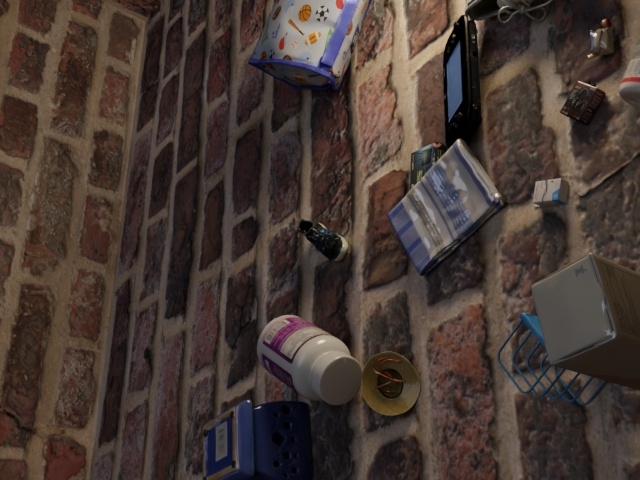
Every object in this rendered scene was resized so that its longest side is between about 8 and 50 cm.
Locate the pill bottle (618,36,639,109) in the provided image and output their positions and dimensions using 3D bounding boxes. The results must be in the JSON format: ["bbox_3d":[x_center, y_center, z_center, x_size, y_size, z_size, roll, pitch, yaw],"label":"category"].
[{"bbox_3d":[0.659,-0.367,1.470,0.161,0.161,0.283,26,95,56],"label":"pill bottle"}]

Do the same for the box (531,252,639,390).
[{"bbox_3d":[0.490,0.141,1.312,0.121,0.311,0.148,-36,46,40],"label":"box"}]

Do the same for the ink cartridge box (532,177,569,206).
[{"bbox_3d":[0.471,-0.098,1.719,0.083,0.028,0.048,-6,68,54],"label":"ink cartridge box"}]

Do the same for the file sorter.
[{"bbox_3d":[0.425,0.220,1.498,0.104,0.170,0.118,-59,35,23],"label":"file sorter"}]

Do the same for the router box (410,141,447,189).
[{"bbox_3d":[0.266,-0.172,2.041,0.092,0.038,0.123,-23,55,49],"label":"router box"}]

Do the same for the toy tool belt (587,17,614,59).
[{"bbox_3d":[0.575,-0.417,1.715,0.051,0.052,0.083,-15,61,42],"label":"toy tool belt"}]

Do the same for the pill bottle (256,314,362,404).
[{"bbox_3d":[-0.025,0.305,2.095,0.301,0.169,0.169,22,92,57],"label":"pill bottle"}]

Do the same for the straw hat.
[{"bbox_3d":[0.161,0.329,1.909,0.061,0.144,0.145,60,-135,-80],"label":"straw hat"}]

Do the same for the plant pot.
[{"bbox_3d":[-0.175,0.547,2.146,0.236,0.212,0.236,-37,46,41],"label":"plant pot"}]

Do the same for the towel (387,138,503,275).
[{"bbox_3d":[0.282,-0.076,1.935,0.285,0.034,0.209,-47,52,32],"label":"towel"}]

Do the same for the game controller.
[{"bbox_3d":[0.335,-0.381,1.996,0.166,0.067,0.319,131,146,-59],"label":"game controller"}]

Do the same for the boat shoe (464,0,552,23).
[{"bbox_3d":[0.452,-0.567,1.893,0.367,0.135,0.157,5,77,59],"label":"boat shoe"}]

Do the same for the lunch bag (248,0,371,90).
[{"bbox_3d":[-0.006,-0.631,2.493,0.385,0.238,0.328,18,87,64],"label":"lunch bag"}]

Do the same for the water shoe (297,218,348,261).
[{"bbox_3d":[0.000,0.000,2.294,0.203,0.080,0.073,35,103,56],"label":"water shoe"}]

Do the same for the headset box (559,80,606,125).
[{"bbox_3d":[0.543,-0.288,1.710,0.083,0.032,0.062,-63,34,13],"label":"headset box"}]
